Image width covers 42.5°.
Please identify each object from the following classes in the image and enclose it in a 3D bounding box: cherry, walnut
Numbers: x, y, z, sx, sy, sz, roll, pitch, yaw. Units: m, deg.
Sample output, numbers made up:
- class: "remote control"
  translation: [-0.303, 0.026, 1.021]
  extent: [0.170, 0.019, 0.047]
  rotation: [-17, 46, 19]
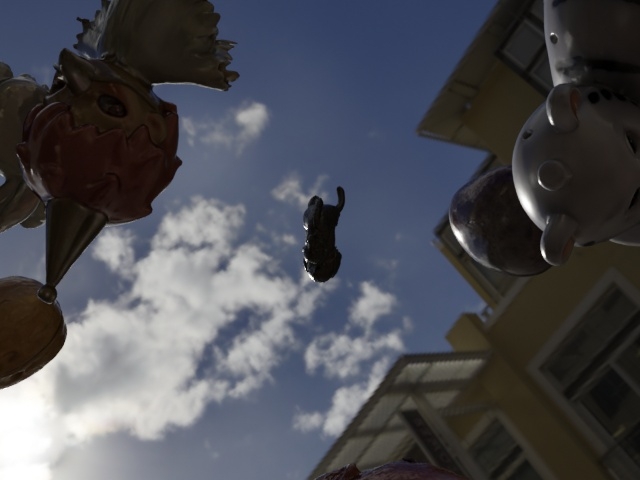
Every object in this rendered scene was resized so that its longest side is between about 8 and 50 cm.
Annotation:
- class: "cherry"
  translation: [0.201, -0.048, 0.905]
  extent: [0.115, 0.148, 0.188]
  rotation: [-28, -56, -7]
- class: "walnut"
  translation: [-0.489, 0.144, 1.256]
  extent: [0.197, 0.165, 0.165]
  rotation: [-31, -33, -34]

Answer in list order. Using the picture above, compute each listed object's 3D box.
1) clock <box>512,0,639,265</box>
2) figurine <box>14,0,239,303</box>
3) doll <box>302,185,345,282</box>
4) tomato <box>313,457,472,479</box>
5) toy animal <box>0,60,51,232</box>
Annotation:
- class: "clock"
  translation: [0.143, -0.079, 0.403]
  extent: [0.117, 0.080, 0.176]
  rotation: [-9, -75, -50]
- class: "figurine"
  translation: [-0.202, -0.129, 0.794]
  extent: [0.386, 0.207, 0.166]
  rotation: [-64, -26, -14]
- class: "doll"
  translation: [0.000, 0.000, 1.168]
  extent: [0.057, 0.165, 0.139]
  rotation: [5, -65, 7]
- class: "tomato"
  translation: [0.047, 0.240, 0.472]
  extent: [0.199, 0.228, 0.112]
  rotation: [-51, -20, 9]
- class: "toy animal"
  translation: [-0.362, -0.107, 0.907]
  extent: [0.178, 0.193, 0.127]
  rotation: [-64, -5, 4]
